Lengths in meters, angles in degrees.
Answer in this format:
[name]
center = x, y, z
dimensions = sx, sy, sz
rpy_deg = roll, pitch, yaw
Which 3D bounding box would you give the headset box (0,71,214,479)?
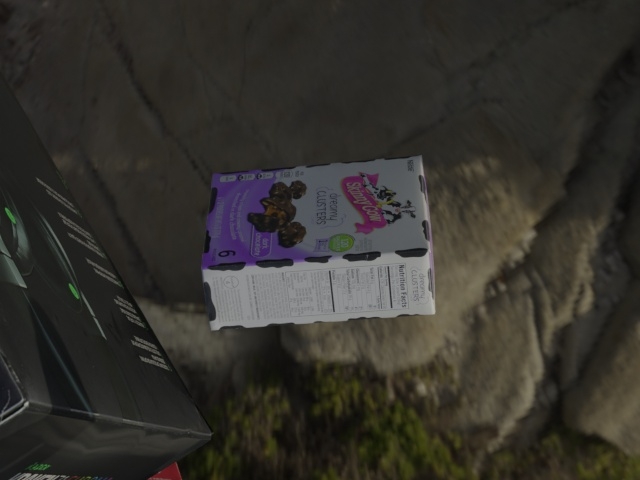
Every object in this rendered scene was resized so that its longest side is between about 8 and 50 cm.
[headset box]
center = -0.174, -0.002, 0.587
dimensions = 0.131, 0.246, 0.283
rpy_deg = -33, 79, 2

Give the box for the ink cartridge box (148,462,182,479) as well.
[ink cartridge box]
center = -0.152, 0.284, 1.376
dimensions = 0.072, 0.175, 0.127
rpy_deg = 8, 113, -20

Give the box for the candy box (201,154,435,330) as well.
[candy box]
center = 0.000, 0.000, 1.431
dimensions = 0.196, 0.165, 0.070
rpy_deg = -5, 122, 3
